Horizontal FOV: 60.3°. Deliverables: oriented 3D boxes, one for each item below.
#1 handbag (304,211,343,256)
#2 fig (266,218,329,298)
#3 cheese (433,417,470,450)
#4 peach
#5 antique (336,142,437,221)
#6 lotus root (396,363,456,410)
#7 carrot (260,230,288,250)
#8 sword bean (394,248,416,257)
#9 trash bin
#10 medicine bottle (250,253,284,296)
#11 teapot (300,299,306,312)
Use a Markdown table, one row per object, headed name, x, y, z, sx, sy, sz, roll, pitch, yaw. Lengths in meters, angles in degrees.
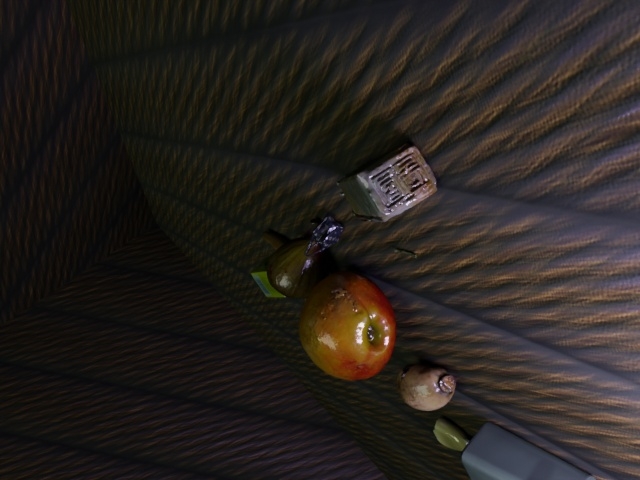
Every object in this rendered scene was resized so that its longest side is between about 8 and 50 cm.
| name | x | y | z | sx | sy | sz | roll | pitch | yaw |
| --- | --- | --- | --- | --- | --- | --- | --- | --- | --- |
| handbag | 0.000 | 0.000 | 1.689 | 0.072 | 0.139 | 0.115 | 40 | 155 | 9 |
| fig | -0.051 | 0.055 | 1.860 | 0.217 | 0.217 | 0.320 | 44 | 135 | 19 |
| cheese | 0.489 | 0.691 | 1.903 | 0.255 | 0.050 | 0.127 | 2 | 125 | 60 |
| peach | 0.077 | 0.269 | 1.747 | 0.372 | 0.290 | 0.372 | 46 | 160 | 23 |
| antique | 0.131 | -0.121 | 1.279 | 0.125 | 0.150 | 0.284 | 59 | 166 | -6 |
| lotus root | 0.328 | 0.462 | 1.751 | 0.154 | 0.140 | 0.257 | 47 | 153 | -3 |
| carrot | -0.159 | 0.018 | 2.130 | 0.298 | 0.078 | 0.078 | 34 | 152 | 45 |
| sword bean | 0.227 | 0.033 | 1.462 | 0.083 | 0.012 | 0.012 | 18 | 140 | 56 |
| trash bin | 0.596 | 0.695 | 1.551 | 0.343 | 0.158 | 0.222 | 13 | 136 | 57 |
| medicine bottle | -0.171 | 0.141 | 2.244 | 0.141 | 0.137 | 0.250 | 57 | 157 | -10 |
| teapot | -0.014 | 0.262 | 2.144 | 0.130 | 0.119 | 0.165 | 20 | 141 | 52 |
